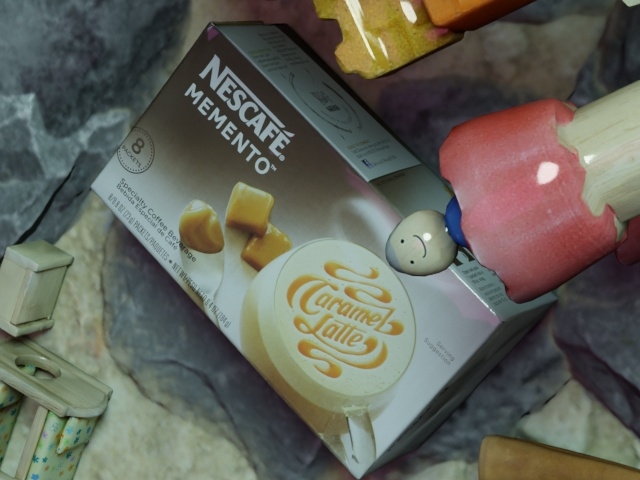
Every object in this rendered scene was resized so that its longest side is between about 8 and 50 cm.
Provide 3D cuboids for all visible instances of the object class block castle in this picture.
[{"bbox_3d":[0.081,-0.203,0.861,0.213,0.303,0.453,-24,85,22],"label":"block castle"}]

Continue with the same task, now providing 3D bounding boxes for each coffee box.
[{"bbox_3d":[0.000,0.000,1.042,0.246,0.098,0.141,47,115,14],"label":"coffee box"}]

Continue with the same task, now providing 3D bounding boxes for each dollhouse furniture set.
[{"bbox_3d":[-0.216,0.112,1.136,0.101,0.161,0.182,28,110,22],"label":"dollhouse furniture set"}]

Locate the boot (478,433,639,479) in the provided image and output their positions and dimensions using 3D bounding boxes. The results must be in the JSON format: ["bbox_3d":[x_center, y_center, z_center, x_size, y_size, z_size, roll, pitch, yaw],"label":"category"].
[{"bbox_3d":[0.209,0.250,0.971,0.280,0.096,0.264,1,100,29],"label":"boot"}]
